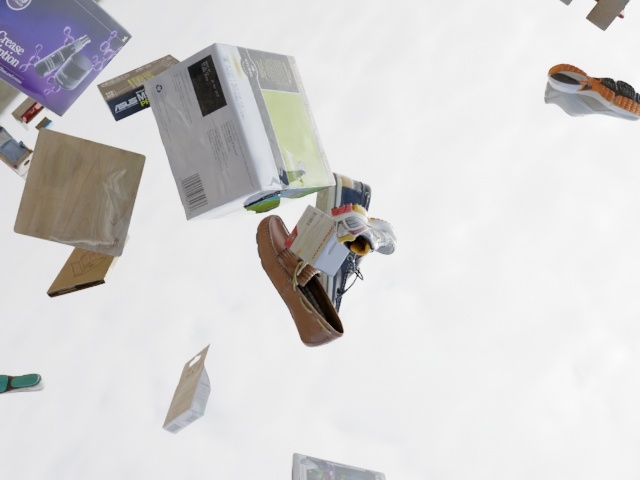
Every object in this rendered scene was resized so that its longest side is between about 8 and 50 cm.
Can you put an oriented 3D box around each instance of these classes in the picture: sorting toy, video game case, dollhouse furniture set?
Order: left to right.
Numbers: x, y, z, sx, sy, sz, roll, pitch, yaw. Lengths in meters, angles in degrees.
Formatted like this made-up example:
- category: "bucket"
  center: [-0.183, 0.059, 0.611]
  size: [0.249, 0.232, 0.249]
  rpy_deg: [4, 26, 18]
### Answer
- category: "dollhouse furniture set"
  center: [-0.737, -0.269, 2.147]
  size: [0.183, 0.129, 0.129]
  rpy_deg: [-49, 178, -12]
- category: "sorting toy"
  center: [-0.581, -0.112, 2.065]
  size: [0.089, 0.256, 0.257]
  rpy_deg: [175, -71, -73]
- category: "video game case"
  center: [0.038, 0.469, 1.604]
  size: [0.173, 0.191, 0.022]
  rpy_deg: [-96, -159, -74]
- category: "dollhouse furniture set"
  center: [0.441, -0.482, 1.532]
  size: [0.135, 0.259, 0.262]
  rpy_deg: [-55, 179, 31]

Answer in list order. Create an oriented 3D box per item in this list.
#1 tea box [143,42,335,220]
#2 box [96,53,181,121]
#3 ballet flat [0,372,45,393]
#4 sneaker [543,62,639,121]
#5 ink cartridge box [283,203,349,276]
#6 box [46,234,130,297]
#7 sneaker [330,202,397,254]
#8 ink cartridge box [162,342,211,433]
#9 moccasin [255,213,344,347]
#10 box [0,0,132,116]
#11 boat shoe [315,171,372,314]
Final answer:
- category: "tea box"
  center: [-0.172, -0.236, 1.908]
  size: [0.220, 0.328, 0.324]
  rpy_deg: [-21, 174, 31]
- category: "box"
  center: [-0.450, -0.395, 2.175]
  size: [0.216, 0.060, 0.270]
  rpy_deg: [-25, -156, -9]
- category: "ballet flat"
  center: [-0.776, 0.368, 2.142]
  size: [0.168, 0.052, 0.057]
  rpy_deg: [-2, -128, 5]
- category: "sneaker"
  center: [0.703, -0.360, 2.201]
  size: [0.099, 0.263, 0.121]
  rpy_deg: [-53, 162, -32]
- category: "ink cartridge box"
  center: [0.000, 0.000, 2.140]
  size: [0.127, 0.072, 0.175]
  rpy_deg: [-57, -146, 2]
- category: "box"
  center: [-0.576, 0.059, 2.126]
  size: [0.165, 0.021, 0.201]
  rpy_deg: [-15, -150, 17]
- category: "sneaker"
  center: [0.094, -0.003, 1.862]
  size: [0.088, 0.225, 0.092]
  rpy_deg: [-17, -115, 32]
- category: "ink cartridge box"
  center: [-0.370, 0.431, 2.472]
  size: [0.181, 0.056, 0.224]
  rpy_deg: [-39, -155, 44]
- category: "moccasin"
  center: [-0.052, 0.102, 2.283]
  size: [0.147, 0.379, 0.139]
  rpy_deg: [-26, 175, 35]
- category: "box"
  center: [-0.436, -0.327, 1.290]
  size: [0.103, 0.261, 0.184]
  rpy_deg: [40, -89, 24]
- category: "boat shoe"
  center: [0.054, 0.055, 2.446]
  size: [0.187, 0.156, 0.499]
  rpy_deg: [-145, -119, -69]
